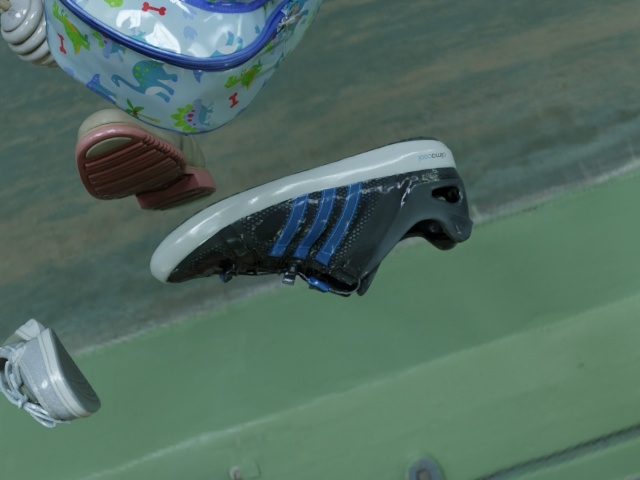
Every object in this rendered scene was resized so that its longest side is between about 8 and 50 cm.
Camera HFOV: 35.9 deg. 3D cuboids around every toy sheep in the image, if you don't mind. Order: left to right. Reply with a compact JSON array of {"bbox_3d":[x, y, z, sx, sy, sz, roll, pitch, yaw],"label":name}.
[{"bbox_3d":[-0.332,-0.250,1.161,0.132,0.091,0.091,27,106,-46],"label":"toy sheep"}]

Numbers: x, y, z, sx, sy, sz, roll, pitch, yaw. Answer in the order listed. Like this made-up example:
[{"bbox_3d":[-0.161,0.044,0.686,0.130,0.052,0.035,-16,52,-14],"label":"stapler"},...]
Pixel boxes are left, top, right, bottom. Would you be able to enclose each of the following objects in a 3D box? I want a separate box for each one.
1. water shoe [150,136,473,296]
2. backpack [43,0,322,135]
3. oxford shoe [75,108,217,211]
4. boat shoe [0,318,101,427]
[{"bbox_3d":[0.000,0.000,0.602,0.203,0.073,0.080,-21,82,-11],"label":"water shoe"},{"bbox_3d":[-0.055,-0.110,0.403,0.105,0.114,0.084,29,148,1],"label":"backpack"},{"bbox_3d":[-0.231,-0.123,1.243,0.123,0.348,0.130,-18,81,3],"label":"oxford shoe"},{"bbox_3d":[-0.360,0.174,1.245,0.103,0.320,0.118,-36,109,-18],"label":"boat shoe"}]
